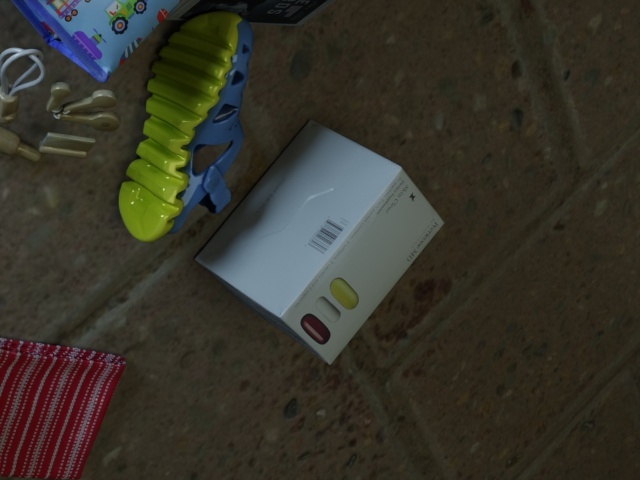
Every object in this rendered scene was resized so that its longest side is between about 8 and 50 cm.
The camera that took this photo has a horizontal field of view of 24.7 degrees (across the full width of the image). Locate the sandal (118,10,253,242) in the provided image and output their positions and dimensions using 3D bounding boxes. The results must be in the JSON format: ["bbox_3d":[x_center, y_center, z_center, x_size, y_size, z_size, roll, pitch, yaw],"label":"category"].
[{"bbox_3d":[-0.154,-0.147,1.886,0.138,0.126,0.317,0,122,-45],"label":"sandal"}]

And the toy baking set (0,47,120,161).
[{"bbox_3d":[-0.347,-0.159,1.678,0.256,0.196,0.030,23,53,-43],"label":"toy baking set"}]

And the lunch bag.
[{"bbox_3d":[-0.271,-0.357,1.590,0.221,0.138,0.293,-48,138,-7],"label":"lunch bag"}]

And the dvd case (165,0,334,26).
[{"bbox_3d":[-0.066,-0.322,1.836,0.238,0.179,0.030,-4,73,-40],"label":"dvd case"}]

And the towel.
[{"bbox_3d":[-0.397,0.228,1.938,0.275,0.031,0.199,13,105,-45],"label":"towel"}]

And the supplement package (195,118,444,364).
[{"bbox_3d":[0.000,0.000,2.036,0.262,0.204,0.145,-51,137,-7],"label":"supplement package"}]
